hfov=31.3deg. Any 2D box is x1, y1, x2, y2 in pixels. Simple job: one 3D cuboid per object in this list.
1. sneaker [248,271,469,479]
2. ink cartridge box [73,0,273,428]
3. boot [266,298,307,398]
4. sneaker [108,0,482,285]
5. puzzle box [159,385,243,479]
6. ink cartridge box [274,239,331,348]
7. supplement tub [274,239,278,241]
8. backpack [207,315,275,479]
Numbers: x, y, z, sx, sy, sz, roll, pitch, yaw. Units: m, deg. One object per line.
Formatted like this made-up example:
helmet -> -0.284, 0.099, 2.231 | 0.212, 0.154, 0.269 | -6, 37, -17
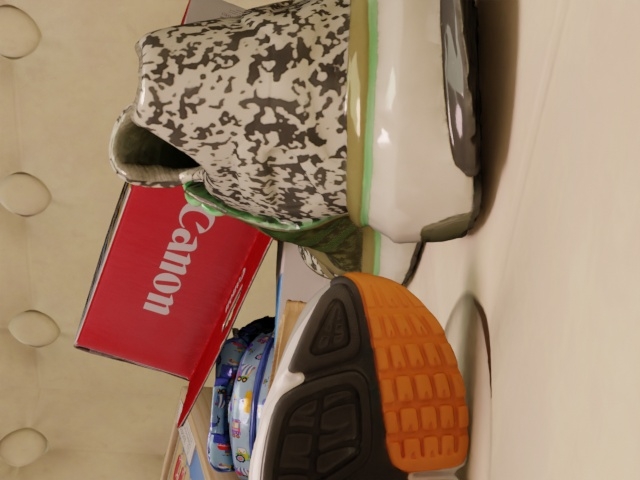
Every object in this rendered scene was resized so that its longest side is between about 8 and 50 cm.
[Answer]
sneaker -> -0.003, 0.143, 0.537 | 0.121, 0.099, 0.262 | -168, 82, -68
ink cartridge box -> -0.124, -0.026, 1.075 | 0.272, 0.130, 0.309 | -85, 17, -50
boot -> -0.026, 0.182, 0.879 | 0.236, 0.089, 0.269 | 0, 80, 66
sneaker -> -0.025, -0.061, 0.655 | 0.410, 0.182, 0.158 | 111, 163, -80
puzzle box -> -0.110, 0.372, 1.145 | 0.409, 0.052, 0.272 | -120, 41, -58
ink cartridge box -> 0.000, 0.000, 1.056 | 0.231, 0.078, 0.134 | -97, 12, -72
supplement tub -> -0.027, -0.080, 1.289 | 0.190, 0.117, 0.117 | -93, 8, -59
backpack -> -0.042, 0.154, 1.045 | 0.173, 0.117, 0.158 | -38, -46, -78
